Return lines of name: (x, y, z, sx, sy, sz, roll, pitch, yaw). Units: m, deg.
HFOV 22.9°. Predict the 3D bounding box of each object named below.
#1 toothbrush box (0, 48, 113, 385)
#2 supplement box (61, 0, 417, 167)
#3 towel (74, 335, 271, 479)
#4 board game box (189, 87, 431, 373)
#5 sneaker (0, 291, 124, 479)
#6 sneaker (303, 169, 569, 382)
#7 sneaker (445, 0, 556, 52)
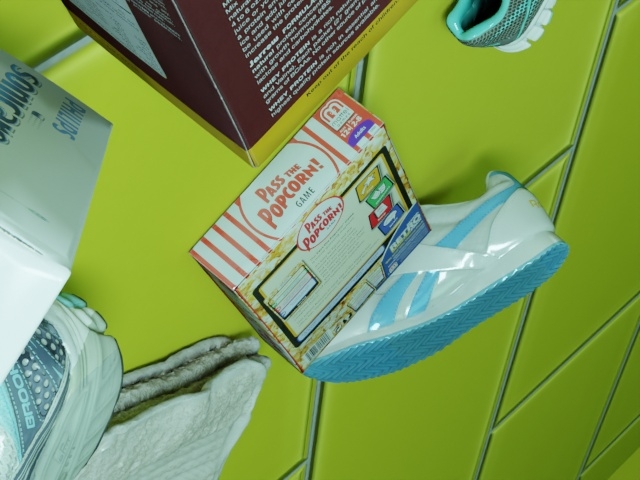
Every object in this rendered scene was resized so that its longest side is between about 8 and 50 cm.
toothbrush box: (-0.206, 0.067, 0.585, 0.295, 0.126, 0.216, -55, -168, 13)
supplement box: (-0.028, -0.173, 0.674, 0.191, 0.129, 0.194, -47, 157, -10)
towel: (-0.148, 0.171, 1.065, 0.282, 0.049, 0.187, -22, 142, -49)
board game box: (0.000, 0.000, 1.088, 0.147, 0.045, 0.193, -48, 157, -8)
sneaker: (-0.210, 0.158, 0.846, 0.122, 0.110, 0.283, 1, 108, -61)
sneaker: (0.075, 0.033, 1.233, 0.228, 0.092, 0.087, -29, 157, -2)
sneaker: (0.135, -0.191, 1.039, 0.076, 0.065, 0.166, -19, 139, -45)
